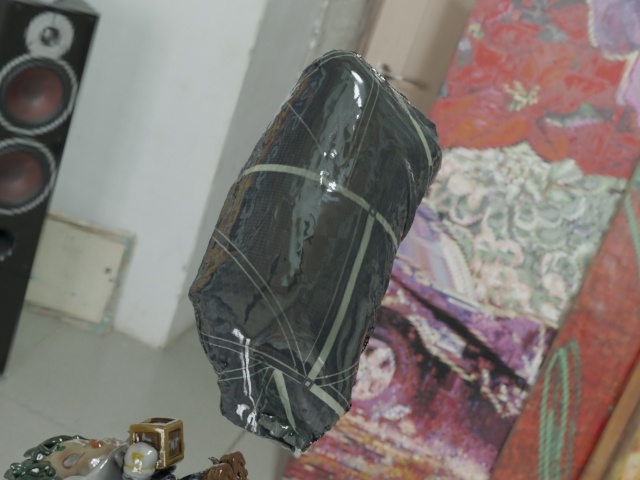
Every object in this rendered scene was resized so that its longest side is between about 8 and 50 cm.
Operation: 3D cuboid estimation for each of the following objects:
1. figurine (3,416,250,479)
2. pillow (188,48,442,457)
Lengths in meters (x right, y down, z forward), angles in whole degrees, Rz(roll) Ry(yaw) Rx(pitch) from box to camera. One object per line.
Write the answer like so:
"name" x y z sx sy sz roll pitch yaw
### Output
"figurine" -0.310 0.375 1.603 0.382 0.186 0.261 -9 -7 18
"pillow" 0.000 0.000 0.808 0.162 0.093 0.335 34 60 -19
